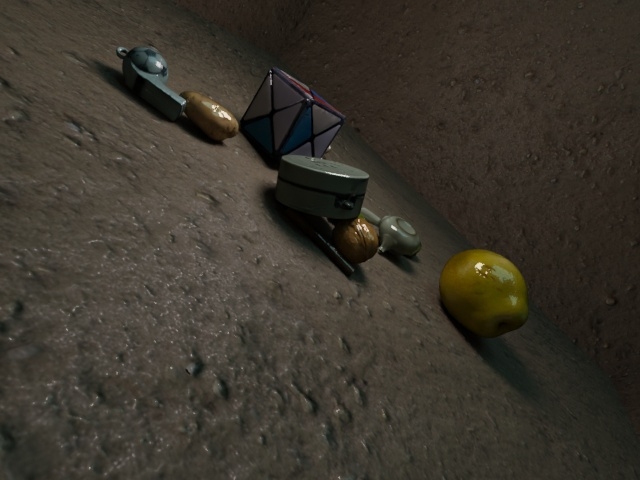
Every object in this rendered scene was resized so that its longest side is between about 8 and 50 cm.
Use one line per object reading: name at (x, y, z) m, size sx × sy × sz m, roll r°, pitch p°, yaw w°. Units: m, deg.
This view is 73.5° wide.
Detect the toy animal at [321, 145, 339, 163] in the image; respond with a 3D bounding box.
toy animal at (-0.018, -0.415, 2.180) m, size 0.168 × 0.121 × 0.233 m, roll -15°, pitch 68°, yaw -45°

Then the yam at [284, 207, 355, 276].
yam at (0.000, 0.000, 1.529) m, size 0.327 × 0.045 × 0.045 m, roll 45°, pitch 52°, yaw 7°

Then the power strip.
power strip at (0.012, -0.202, 1.583) m, size 0.357 × 0.162 × 0.357 m, roll 12°, pitch 17°, yaw -4°

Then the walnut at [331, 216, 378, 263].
walnut at (0.126, -0.004, 1.588) m, size 0.165 × 0.165 × 0.197 m, roll 25°, pitch 30°, yaw -35°

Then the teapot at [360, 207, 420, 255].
teapot at (0.330, -0.051, 2.021) m, size 0.219 × 0.149 × 0.318 m, roll 17°, pitch 33°, yaw -34°

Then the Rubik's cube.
Rubik's cube at (-0.122, -0.521, 1.897) m, size 0.305 × 0.310 × 0.307 m, roll 46°, pitch 22°, yaw 24°

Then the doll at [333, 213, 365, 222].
doll at (0.116, -0.115, 1.832) m, size 0.134 × 0.106 × 0.186 m, roll 8°, pitch -18°, yaw 35°

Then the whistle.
whistle at (-0.575, -0.565, 1.487) m, size 0.289 × 0.163 × 0.163 m, roll 36°, pitch 23°, yaw -15°

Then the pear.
pear at (0.713, 0.225, 1.890) m, size 0.362 × 0.362 × 0.418 m, roll 25°, pitch 33°, yaw -35°

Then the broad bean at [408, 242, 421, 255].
broad bean at (0.415, 0.016, 2.163) m, size 0.206 × 0.072 × 0.153 m, roll 17°, pitch 28°, yaw -24°

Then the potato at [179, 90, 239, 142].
potato at (-0.409, -0.449, 1.575) m, size 0.161 × 0.128 × 0.234 m, roll 31°, pitch -1°, yaw 36°
